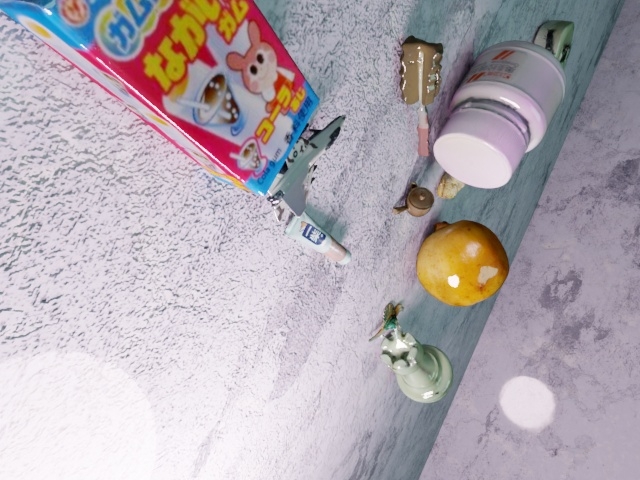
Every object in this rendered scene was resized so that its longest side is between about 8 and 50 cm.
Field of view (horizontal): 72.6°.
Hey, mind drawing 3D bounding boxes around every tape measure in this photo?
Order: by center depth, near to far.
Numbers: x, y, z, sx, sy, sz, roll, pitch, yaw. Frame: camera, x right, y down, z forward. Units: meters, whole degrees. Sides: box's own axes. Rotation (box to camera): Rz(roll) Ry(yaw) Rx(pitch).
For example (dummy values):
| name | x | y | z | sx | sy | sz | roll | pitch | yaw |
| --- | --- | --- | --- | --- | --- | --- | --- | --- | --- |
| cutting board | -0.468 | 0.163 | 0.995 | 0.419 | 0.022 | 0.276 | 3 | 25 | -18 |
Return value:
| name | x | y | z | sx | sy | sz | roll | pitch | yaw |
| --- | --- | --- | --- | --- | --- | --- | --- | --- | --- |
| tape measure | 0.828 | -0.650 | 1.565 | 0.207 | 0.115 | 0.235 | -40 | 140 | -39 |

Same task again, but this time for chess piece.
| name | x | y | z | sx | sy | sz | roll | pitch | yaw |
| --- | --- | --- | --- | --- | --- | --- | --- | --- | --- |
| chess piece | 0.299 | 0.396 | 1.401 | 0.195 | 0.194 | 0.299 | -58 | 138 | -13 |

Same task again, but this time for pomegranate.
| name | x | y | z | sx | sy | sz | roll | pitch | yaw |
| --- | --- | --- | --- | --- | --- | --- | --- | --- | --- |
| pomegranate | 0.405 | 0.063 | 1.277 | 0.264 | 0.264 | 0.264 | -34 | 135 | -41 |

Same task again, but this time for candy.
| name | x | y | z | sx | sy | sz | roll | pitch | yaw |
| --- | --- | --- | --- | --- | --- | --- | --- | --- | --- |
| candy | -0.131 | -0.187 | 0.455 | 0.157 | 0.100 | 0.306 | -61 | 147 | -8 |

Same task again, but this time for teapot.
| name | x | y | z | sx | sy | sz | roll | pitch | yaw |
| --- | --- | --- | --- | --- | --- | --- | --- | --- | --- |
| teapot | 0.224 | -0.095 | 1.094 | 0.110 | 0.085 | 0.080 | -24 | 160 | -11 |

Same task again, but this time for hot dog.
| name | x | y | z | sx | sy | sz | roll | pitch | yaw |
| --- | --- | --- | --- | --- | --- | --- | --- | --- | --- |
| hot dog | 0.396 | -0.184 | 1.268 | 0.169 | 0.061 | 0.078 | -38 | 109 | -8 |

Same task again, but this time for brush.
| name | x | y | z | sx | sy | sz | roll | pitch | yaw |
| --- | --- | --- | --- | --- | --- | --- | --- | --- | --- |
| brush | 0.216 | -0.286 | 0.931 | 0.071 | 0.084 | 0.301 | -54 | 152 | -22 |

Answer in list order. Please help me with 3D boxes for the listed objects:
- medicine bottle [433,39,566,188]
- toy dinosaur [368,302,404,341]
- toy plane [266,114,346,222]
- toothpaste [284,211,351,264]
| name | x | y | z | sx | sy | sz | roll | pitch | yaw |
| --- | --- | --- | --- | --- | --- | --- | --- | --- | --- |
| medicine bottle | 0.438 | -0.306 | 1.083 | 0.302 | 0.241 | 0.241 | -57 | 147 | -15 |
| toy dinosaur | 0.197 | 0.236 | 1.270 | 0.187 | 0.044 | 0.106 | 7 | 90 | -44 |
| toy plane | -0.028 | -0.126 | 0.670 | 0.160 | 0.082 | 0.234 | 77 | 28 | -49 |
| toothpaste | 0.000 | 0.000 | 0.830 | 0.205 | 0.036 | 0.056 | 36 | 78 | -53 |
